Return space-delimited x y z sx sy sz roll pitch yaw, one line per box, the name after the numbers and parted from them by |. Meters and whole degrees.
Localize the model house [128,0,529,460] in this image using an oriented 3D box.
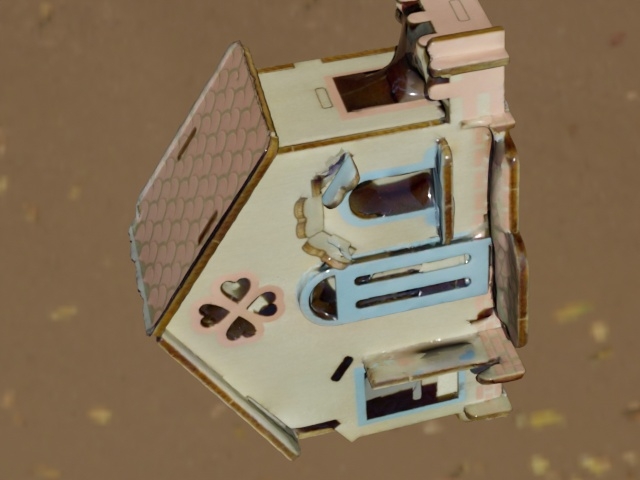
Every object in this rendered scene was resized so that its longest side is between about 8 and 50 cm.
0.000 0.000 1.257 0.244 0.169 0.326 -8 131 -6 | model house
